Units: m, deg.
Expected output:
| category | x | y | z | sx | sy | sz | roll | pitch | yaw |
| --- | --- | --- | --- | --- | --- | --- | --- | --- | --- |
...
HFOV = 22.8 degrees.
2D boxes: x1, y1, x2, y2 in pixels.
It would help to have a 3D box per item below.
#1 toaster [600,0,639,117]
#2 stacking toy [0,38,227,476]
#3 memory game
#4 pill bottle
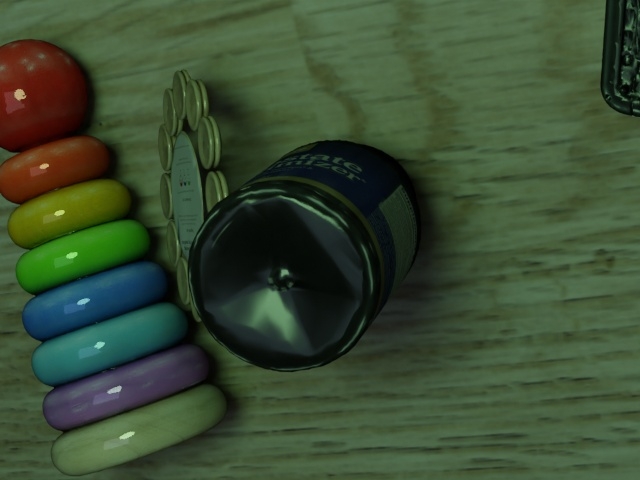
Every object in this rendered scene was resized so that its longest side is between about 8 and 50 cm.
| category | x | y | z | sx | sy | sz | roll | pitch | yaw |
| --- | --- | --- | --- | --- | --- | --- | --- | --- | --- |
| toaster | 0.266 | -0.147 | 0.969 | 0.168 | 0.110 | 0.185 | 8 | 106 | 23 |
| stacking toy | -0.188 | 0.006 | 1.218 | 0.141 | 0.141 | 0.330 | -21 | 88 | 28 |
| memory game | -0.092 | -0.032 | 1.149 | 0.012 | 0.186 | 0.186 | -5 | 105 | -18 |
| pill bottle | 0.000 | 0.000 | 1.062 | 0.123 | 0.219 | 0.123 | 3 | 105 | 13 |
